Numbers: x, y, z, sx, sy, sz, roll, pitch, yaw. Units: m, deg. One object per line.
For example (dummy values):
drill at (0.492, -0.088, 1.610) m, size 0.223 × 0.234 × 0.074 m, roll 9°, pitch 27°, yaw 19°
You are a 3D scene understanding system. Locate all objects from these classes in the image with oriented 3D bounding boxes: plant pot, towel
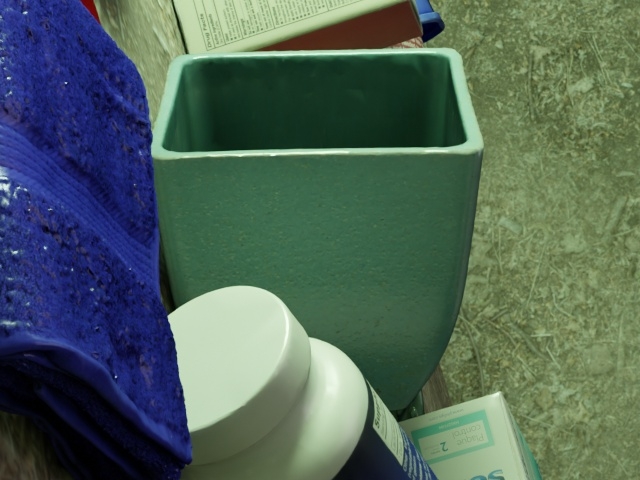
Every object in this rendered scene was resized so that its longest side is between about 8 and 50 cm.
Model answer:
plant pot at (0.000, 0.000, 1.335) m, size 0.248 × 0.247 × 0.252 m, roll -90°, pitch 178°, yaw -65°
towel at (-0.144, -0.023, 0.927) m, size 0.227 × 0.076 × 0.308 m, roll 61°, pitch 14°, yaw -60°

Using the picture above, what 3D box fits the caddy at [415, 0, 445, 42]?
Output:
caddy at (0.046, -0.292, 2.277) m, size 0.341 × 0.241 × 0.179 m, roll -19°, pitch 87°, yaw -82°

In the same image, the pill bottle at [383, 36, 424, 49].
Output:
pill bottle at (0.005, -0.226, 1.892) m, size 0.224 × 0.224 × 0.392 m, roll 51°, pitch 24°, yaw -71°

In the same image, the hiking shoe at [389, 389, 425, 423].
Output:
hiking shoe at (0.054, 0.130, 1.868) m, size 0.132 × 0.113 × 0.304 m, roll 43°, pitch 31°, yaw -74°

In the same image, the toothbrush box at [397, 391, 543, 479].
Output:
toothbrush box at (0.107, 0.269, 1.563) m, size 0.295 × 0.216 × 0.126 m, roll 53°, pitch 20°, yaw -65°

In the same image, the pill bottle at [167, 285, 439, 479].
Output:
pill bottle at (-0.014, 0.161, 1.111) m, size 0.264 × 0.153 × 0.153 m, roll 55°, pitch 17°, yaw -36°

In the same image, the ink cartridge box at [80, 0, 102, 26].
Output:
ink cartridge box at (-0.176, -0.263, 1.125) m, size 0.134 × 0.078 × 0.231 m, roll 28°, pitch 44°, yaw -59°

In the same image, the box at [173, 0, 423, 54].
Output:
box at (-0.028, -0.259, 1.685) m, size 0.127 × 0.232 × 0.148 m, roll 44°, pitch 30°, yaw -75°
